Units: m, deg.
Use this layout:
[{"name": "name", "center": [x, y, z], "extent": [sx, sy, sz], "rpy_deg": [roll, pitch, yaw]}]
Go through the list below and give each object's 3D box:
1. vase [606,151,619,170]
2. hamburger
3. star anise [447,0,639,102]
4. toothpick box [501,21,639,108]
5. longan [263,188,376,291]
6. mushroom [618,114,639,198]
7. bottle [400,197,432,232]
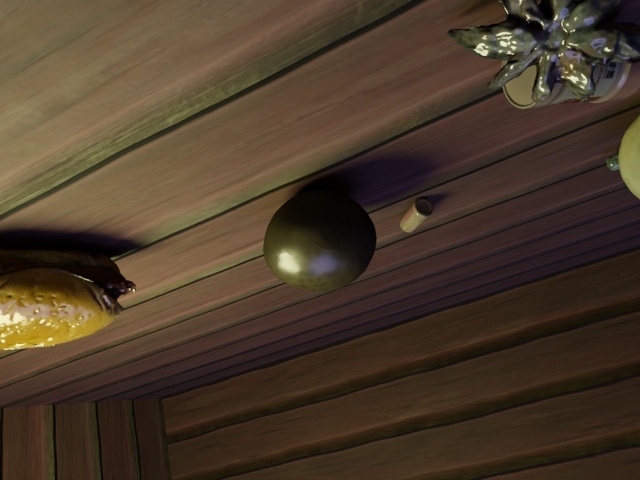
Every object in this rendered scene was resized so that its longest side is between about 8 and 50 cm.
[{"name": "vase", "center": [0.704, -0.199, 0.991], "extent": [0.211, 0.060, 0.059], "rpy_deg": [-25, 157, 27]}, {"name": "hamburger", "center": [-0.497, 0.088, 0.805], "extent": [0.282, 0.156, 0.245], "rpy_deg": [-21, 152, 4]}, {"name": "star anise", "center": [0.249, -0.225, 0.508], "extent": [0.061, 0.204, 0.181], "rpy_deg": [-56, 172, -53]}, {"name": "toothpick box", "center": [0.324, -0.225, 0.617], "extent": [0.148, 0.099, 0.098], "rpy_deg": [-8, 158, -14]}, {"name": "longan", "center": [0.000, 0.000, 0.860], "extent": [0.212, 0.198, 0.198], "rpy_deg": [16, 144, -43]}, {"name": "mushroom", "center": [0.665, -0.173, 0.856], "extent": [0.245, 0.202, 0.246], "rpy_deg": [4, 122, 7]}, {"name": "bottle", "center": [0.208, -0.052, 1.055], "extent": [0.045, 0.045, 0.096], "rpy_deg": [-9, 159, -15]}]
